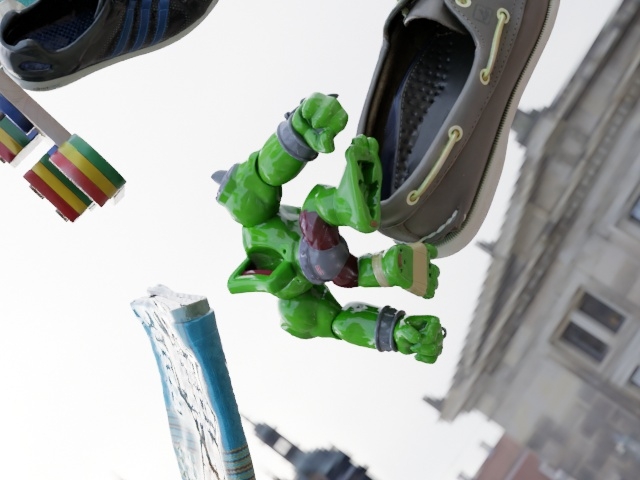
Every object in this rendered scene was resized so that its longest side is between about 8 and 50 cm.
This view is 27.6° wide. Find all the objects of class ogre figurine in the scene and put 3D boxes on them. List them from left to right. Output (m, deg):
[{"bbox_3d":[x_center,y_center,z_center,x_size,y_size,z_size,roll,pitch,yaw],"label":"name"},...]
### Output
[{"bbox_3d":[0.000,0.000,0.877,0.197,0.118,0.096,51,-138,-38],"label":"ogre figurine"}]

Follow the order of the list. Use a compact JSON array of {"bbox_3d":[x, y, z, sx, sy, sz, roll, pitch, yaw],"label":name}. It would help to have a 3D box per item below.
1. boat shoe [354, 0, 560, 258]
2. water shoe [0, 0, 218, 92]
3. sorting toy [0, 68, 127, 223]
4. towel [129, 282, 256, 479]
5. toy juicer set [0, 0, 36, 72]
[{"bbox_3d":[0.096,-0.142,0.947,0.091,0.109,0.304,26,-104,-52],"label":"boat shoe"},{"bbox_3d":[-0.156,-0.184,1.021,0.203,0.073,0.080,-35,-12,-16],"label":"water shoe"},{"bbox_3d":[-0.203,-0.064,0.930,0.046,0.132,0.274,-47,6,-6],"label":"sorting toy"},{"bbox_3d":[-0.103,0.228,1.248,0.040,0.370,0.271,-15,5,-16],"label":"towel"},{"bbox_3d":[-0.246,-0.242,1.141,0.209,0.090,0.328,-19,57,54],"label":"toy juicer set"}]
